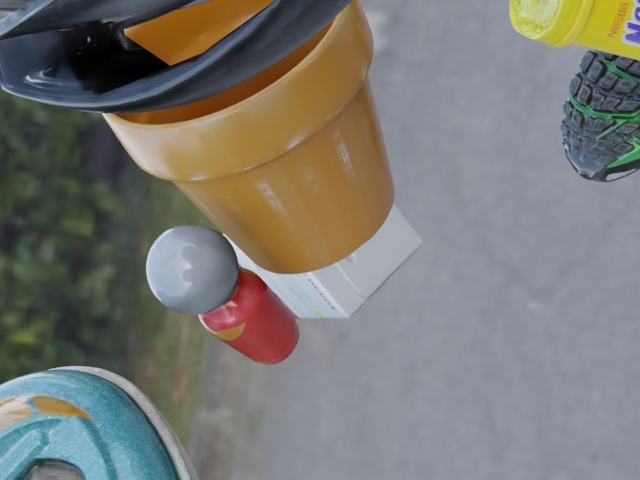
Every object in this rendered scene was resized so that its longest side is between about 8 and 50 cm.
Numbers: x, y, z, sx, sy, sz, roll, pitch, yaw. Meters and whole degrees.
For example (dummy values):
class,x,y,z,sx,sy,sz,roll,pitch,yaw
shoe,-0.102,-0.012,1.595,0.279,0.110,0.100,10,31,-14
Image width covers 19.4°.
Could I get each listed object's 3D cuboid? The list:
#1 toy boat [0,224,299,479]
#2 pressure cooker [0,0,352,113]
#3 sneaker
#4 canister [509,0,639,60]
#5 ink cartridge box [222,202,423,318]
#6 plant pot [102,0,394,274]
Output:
class,x,y,z,sx,sy,sz,roll,pitch,yaw
toy boat,-0.155,0.135,1.380,0.318,0.148,0.267,-50,45,-3
pressure cooker,-0.090,-0.276,0.881,0.370,0.375,0.420,59,-165,-82
sneaker,0.362,-0.153,1.681,0.134,0.343,0.146,38,158,43
canister,0.232,-0.185,1.304,0.073,0.170,0.126,43,120,59
ink cartridge box,0.000,0.000,2.045,0.127,0.128,0.176,-44,16,-19
plant pot,-0.037,-0.083,1.414,0.205,0.205,0.188,-101,-14,-53
